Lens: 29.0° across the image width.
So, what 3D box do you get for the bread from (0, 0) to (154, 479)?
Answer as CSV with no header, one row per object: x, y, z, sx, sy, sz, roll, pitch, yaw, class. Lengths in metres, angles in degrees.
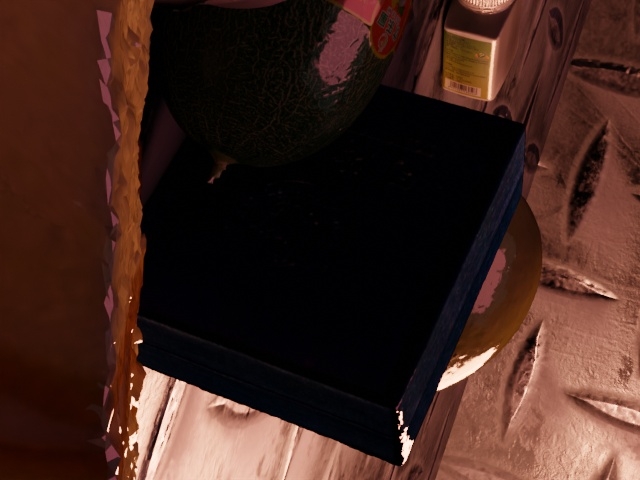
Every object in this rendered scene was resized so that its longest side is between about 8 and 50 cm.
-0.221,0.008,0.448,0.242,0.404,0.346,-128,-129,-64,bread

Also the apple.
0.072,0.017,1.231,0.254,0.292,0.292,-53,165,6,apple

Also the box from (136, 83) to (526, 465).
0.000,0.000,1.014,0.116,0.261,0.279,79,34,-55,box

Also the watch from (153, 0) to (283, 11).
-0.064,-0.254,0.675,0.249,0.217,0.211,67,21,-1,watch

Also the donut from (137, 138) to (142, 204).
-0.214,0.026,0.630,0.303,0.110,0.303,-56,158,-37,donut

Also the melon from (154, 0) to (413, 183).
-0.025,-0.174,0.896,0.288,0.182,0.182,-70,164,2,melon

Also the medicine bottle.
0.229,-0.307,1.731,0.188,0.088,0.132,85,28,-53,medicine bottle
